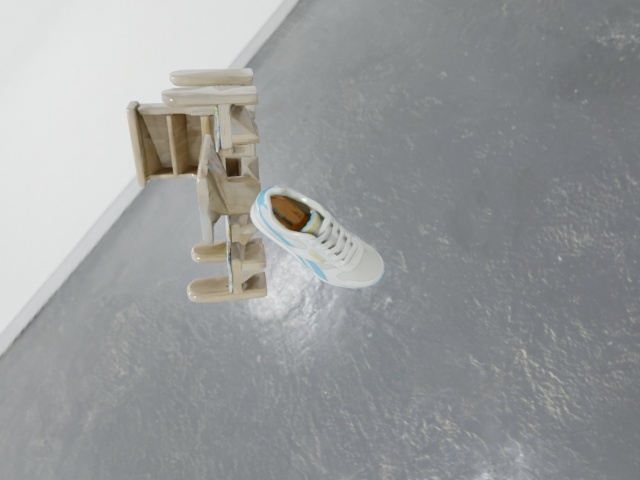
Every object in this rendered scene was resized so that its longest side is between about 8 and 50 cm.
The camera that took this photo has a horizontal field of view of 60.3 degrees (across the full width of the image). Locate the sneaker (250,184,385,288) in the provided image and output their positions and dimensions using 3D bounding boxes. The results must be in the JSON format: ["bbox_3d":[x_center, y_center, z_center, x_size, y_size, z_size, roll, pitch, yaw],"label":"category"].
[{"bbox_3d":[0.000,0.000,0.824,0.087,0.228,0.092,-61,8,-15],"label":"sneaker"}]

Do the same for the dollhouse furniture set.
[{"bbox_3d":[-0.245,-0.136,1.039,0.256,0.362,0.394,-4,29,-7],"label":"dollhouse furniture set"}]
